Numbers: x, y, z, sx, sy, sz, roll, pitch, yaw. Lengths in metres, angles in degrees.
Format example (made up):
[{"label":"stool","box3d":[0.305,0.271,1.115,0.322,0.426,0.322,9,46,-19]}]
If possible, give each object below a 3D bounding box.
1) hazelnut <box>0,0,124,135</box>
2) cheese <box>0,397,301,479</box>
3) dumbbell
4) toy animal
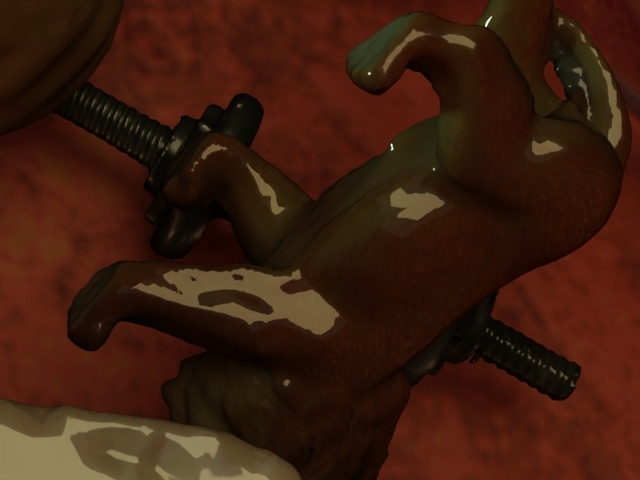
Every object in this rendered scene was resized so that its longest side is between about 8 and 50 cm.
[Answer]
[{"label":"hazelnut","box3d":[-0.191,-0.139,0.763,0.261,0.261,0.241,18,92,-14]},{"label":"cheese","box3d":[-0.091,0.207,0.655,0.292,0.153,0.332,-16,85,-22]},{"label":"dumbbell","box3d":[0.000,0.000,0.847,0.254,0.081,0.082,30,60,-6]},{"label":"toy animal","box3d":[0.023,0.006,0.768,0.312,0.097,0.157,-41,111,10]}]
